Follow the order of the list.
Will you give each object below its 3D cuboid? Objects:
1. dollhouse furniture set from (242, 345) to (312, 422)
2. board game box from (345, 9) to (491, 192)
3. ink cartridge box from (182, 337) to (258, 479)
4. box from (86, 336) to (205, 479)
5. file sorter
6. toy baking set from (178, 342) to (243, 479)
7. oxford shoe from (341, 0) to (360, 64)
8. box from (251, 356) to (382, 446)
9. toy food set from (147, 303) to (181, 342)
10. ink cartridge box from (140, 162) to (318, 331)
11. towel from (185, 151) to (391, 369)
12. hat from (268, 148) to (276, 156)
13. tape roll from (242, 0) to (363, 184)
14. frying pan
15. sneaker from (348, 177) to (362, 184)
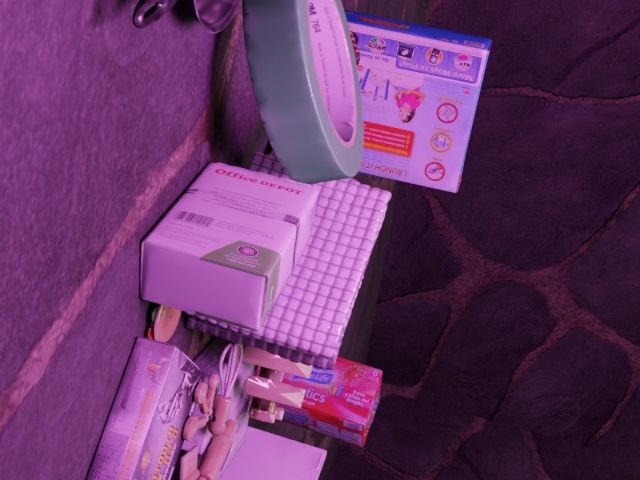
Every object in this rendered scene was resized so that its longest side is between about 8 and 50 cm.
[{"bbox_3d":[-0.108,0.224,1.581,0.151,0.123,0.144,-3,-110,64],"label":"dollhouse furniture set"},{"bbox_3d":[0.158,-0.276,1.885,0.086,0.308,0.302,-62,164,-60],"label":"board game box"},{"bbox_3d":[-0.170,0.279,1.552,0.275,0.060,0.239,-49,152,-69],"label":"ink cartridge box"},{"bbox_3d":[-0.226,0.257,1.220,0.183,0.056,0.231,78,28,-70],"label":"box"},{"bbox_3d":[-0.127,0.521,1.761,0.173,0.193,0.277,98,12,-45],"label":"file sorter"},{"bbox_3d":[-0.148,0.254,1.387,0.256,0.030,0.196,-60,161,-57],"label":"toy baking set"},{"bbox_3d":[0.029,-0.349,1.657,0.097,0.098,0.271,-20,120,-77],"label":"oxford shoe"},{"bbox_3d":[-0.017,0.293,1.852,0.128,0.257,0.122,88,21,-58],"label":"box"},{"bbox_3d":[-0.203,0.096,1.229,0.083,0.020,0.082,79,27,-69],"label":"toy food set"},{"bbox_3d":[-0.110,0.001,1.203,0.219,0.160,0.092,-60,163,-56],"label":"ink cartridge box"},{"bbox_3d":[-0.047,0.029,1.392,0.121,0.235,0.283,92,16,-63],"label":"towel"},{"bbox_3d":[-0.027,-0.053,1.681,0.331,0.134,0.331,15,90,-80],"label":"hat"},{"bbox_3d":[-0.016,-0.239,1.302,0.321,0.077,0.321,-8,90,-76],"label":"tape roll"},{"bbox_3d":[-0.132,-0.279,1.010,0.197,0.053,0.326,89,20,-56],"label":"frying pan"},{"bbox_3d":[0.000,0.000,1.857,0.282,0.099,0.153,-57,-173,52],"label":"sneaker"}]
